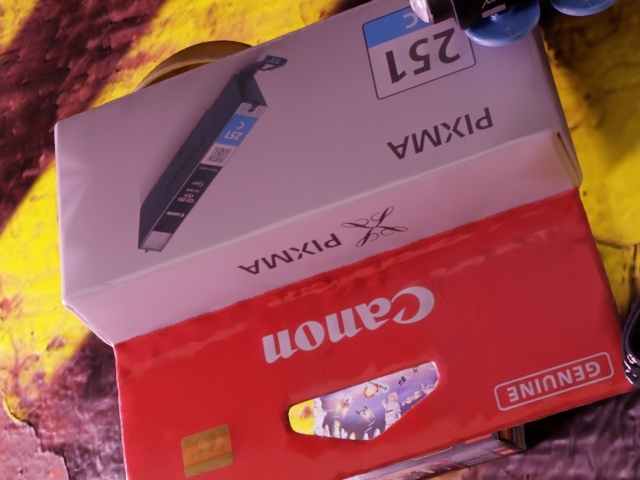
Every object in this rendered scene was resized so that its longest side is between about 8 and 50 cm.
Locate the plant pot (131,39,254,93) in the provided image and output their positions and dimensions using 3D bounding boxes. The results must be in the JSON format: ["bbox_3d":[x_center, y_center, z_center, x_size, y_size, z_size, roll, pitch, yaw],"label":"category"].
[{"bbox_3d":[-0.063,-0.080,1.000,0.134,0.134,0.095,-44,21,25],"label":"plant pot"}]

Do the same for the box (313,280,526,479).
[{"bbox_3d":[0.052,0.088,0.856,0.137,0.027,0.094,-25,56,38],"label":"box"}]

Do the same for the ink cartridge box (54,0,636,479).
[{"bbox_3d":[0.000,0.000,0.840,0.296,0.066,0.261,-20,55,13],"label":"ink cartridge box"}]

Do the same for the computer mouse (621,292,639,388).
[{"bbox_3d":[0.237,0.016,0.662,0.262,0.060,0.184,11,80,50],"label":"computer mouse"}]

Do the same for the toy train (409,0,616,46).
[{"bbox_3d":[0.127,-0.175,0.812,0.184,0.080,0.105,-23,47,1],"label":"toy train"}]
